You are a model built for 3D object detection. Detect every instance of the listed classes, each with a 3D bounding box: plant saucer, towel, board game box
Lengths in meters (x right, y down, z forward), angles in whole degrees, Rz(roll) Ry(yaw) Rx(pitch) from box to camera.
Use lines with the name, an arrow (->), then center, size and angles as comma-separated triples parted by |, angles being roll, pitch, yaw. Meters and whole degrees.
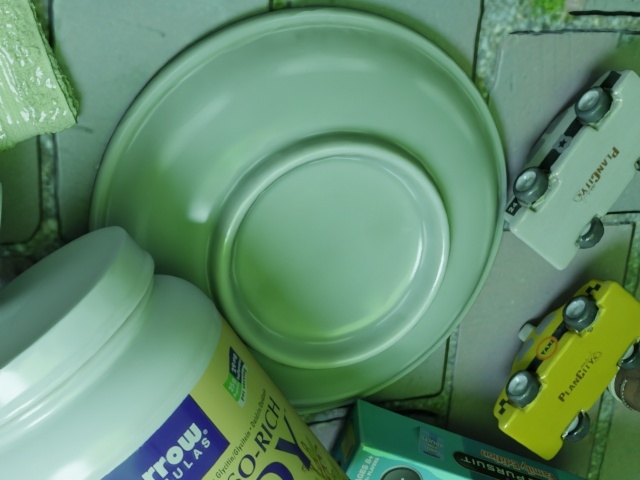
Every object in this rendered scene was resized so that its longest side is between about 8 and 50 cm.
plant saucer -> 0.000, 0.000, 0.905 | 0.400, 0.100, 0.401 | -6, 113, -15
towel -> -0.263, -0.140, 0.799 | 0.110, 0.027, 0.148 | -22, 117, -8
board game box -> 0.143, 0.333, 1.041 | 0.336, 0.079, 0.254 | 20, 113, -10

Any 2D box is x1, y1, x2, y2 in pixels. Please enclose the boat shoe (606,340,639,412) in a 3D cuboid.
boat shoe -> 0.436, 0.111, 1.099 | 0.257, 0.095, 0.095 | -35, 118, -2

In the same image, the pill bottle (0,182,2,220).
pill bottle -> -0.370, -0.010, 0.755 | 0.245, 0.136, 0.136 | 6, 109, -21

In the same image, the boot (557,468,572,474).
boot -> 0.308, 0.357, 1.174 | 0.123, 0.095, 0.258 | -16, 121, -23

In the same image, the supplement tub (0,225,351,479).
supplement tub -> -0.134, 0.179, 0.798 | 0.241, 0.241, 0.331 | -36, 111, -1

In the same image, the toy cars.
toy cars -> 0.245, 0.024, 1.009 | 0.176, 0.087, 0.394 | -8, 111, -21
